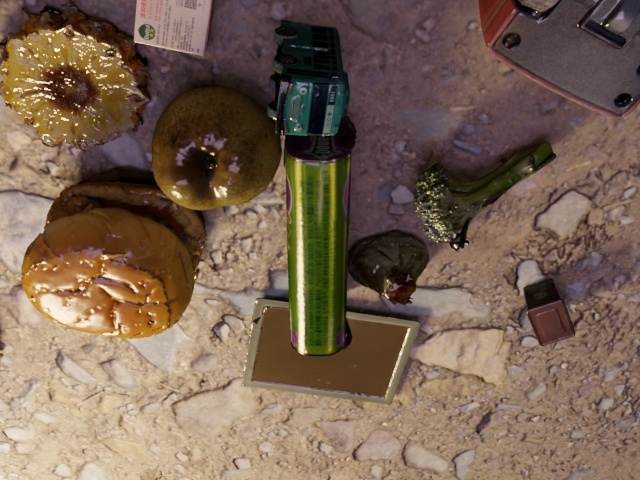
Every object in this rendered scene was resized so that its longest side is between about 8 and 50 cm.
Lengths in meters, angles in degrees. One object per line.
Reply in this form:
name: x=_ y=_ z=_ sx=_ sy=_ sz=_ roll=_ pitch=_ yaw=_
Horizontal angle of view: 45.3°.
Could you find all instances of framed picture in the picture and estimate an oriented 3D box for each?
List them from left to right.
framed picture: x=0.012 y=0.189 z=1.297 sx=0.273 sy=0.016 sz=0.217 roll=9 pitch=128 yaw=-6

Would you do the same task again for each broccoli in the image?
broccoli: x=0.223 y=-0.073 z=1.047 sx=0.204 sy=0.118 sz=0.122 roll=-29 pitch=113 yaw=3

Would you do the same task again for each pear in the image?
pear: x=-0.132 y=-0.117 z=0.982 sx=0.167 sy=0.136 sz=0.167 roll=0 pitch=109 yaw=1

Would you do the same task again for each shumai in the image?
shumai: x=0.102 y=0.052 z=1.144 sx=0.123 sy=0.087 sz=0.099 roll=-14 pitch=128 yaw=13

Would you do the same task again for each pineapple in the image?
pineapple: x=-0.321 y=-0.200 z=0.977 sx=0.221 sy=0.047 sz=0.221 roll=1 pitch=129 yaw=1

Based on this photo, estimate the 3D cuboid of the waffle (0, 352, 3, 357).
waffle: x=-0.627 y=0.173 z=1.278 sx=0.191 sy=0.038 sz=0.191 roll=1 pitch=128 yaw=1

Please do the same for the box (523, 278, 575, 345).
box: x=0.355 y=0.111 z=1.202 sx=0.060 sy=0.063 sz=0.085 roll=-22 pitch=124 yaw=14

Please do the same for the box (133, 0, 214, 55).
box: x=-0.169 y=-0.289 z=0.906 sx=0.089 sy=0.043 sz=0.125 roll=11 pitch=128 yaw=-8

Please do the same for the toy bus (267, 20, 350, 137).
toy bus: x=-0.014 y=-0.191 z=0.908 sx=0.091 sy=0.160 sz=0.079 roll=5 pitch=128 yaw=-5

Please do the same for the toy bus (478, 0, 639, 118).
toy bus: x=0.344 y=-0.350 z=0.742 sx=0.203 sy=0.233 sz=0.427 roll=22 pitch=127 yaw=-16

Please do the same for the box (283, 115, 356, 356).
box: x=0.000 y=0.000 z=1.076 sx=0.097 sy=0.134 sz=0.346 roll=-1 pitch=127 yaw=-1

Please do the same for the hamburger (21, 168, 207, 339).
hamburger: x=-0.284 y=0.030 z=1.082 sx=0.244 sy=0.163 sz=0.245 roll=0 pitch=126 yaw=-1
